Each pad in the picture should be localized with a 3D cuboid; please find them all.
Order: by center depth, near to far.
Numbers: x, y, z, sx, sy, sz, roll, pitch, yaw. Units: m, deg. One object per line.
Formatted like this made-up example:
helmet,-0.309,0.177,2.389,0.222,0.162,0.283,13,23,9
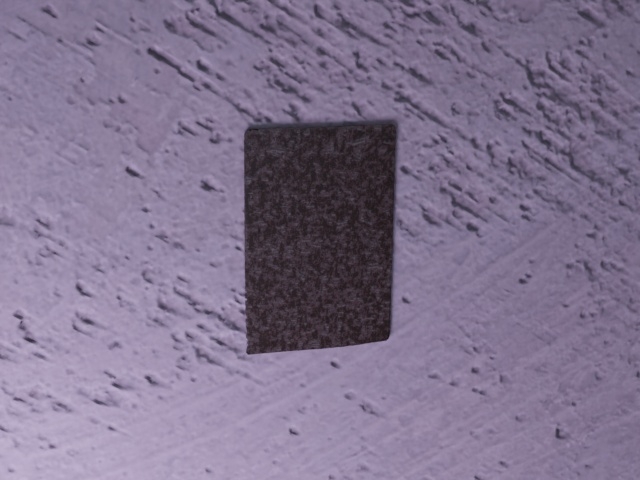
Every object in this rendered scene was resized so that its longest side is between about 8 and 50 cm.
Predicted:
pad,0.000,0.000,1.117,0.158,0.003,0.235,-4,105,-15
